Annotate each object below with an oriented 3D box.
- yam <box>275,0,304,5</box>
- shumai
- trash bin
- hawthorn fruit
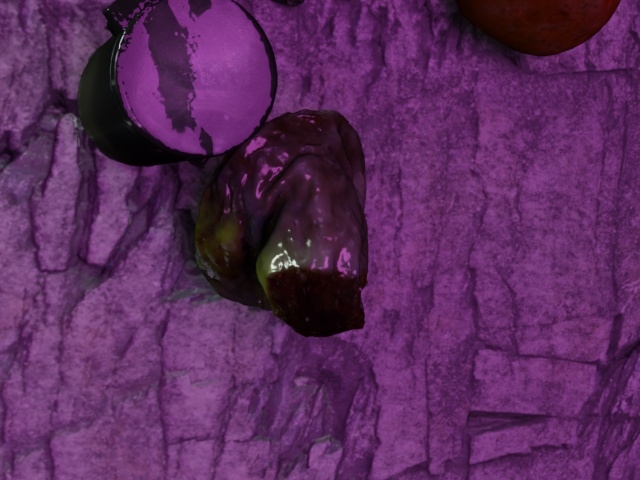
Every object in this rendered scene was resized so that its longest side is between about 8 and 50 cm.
[{"bbox_3d":[-0.018,-0.483,1.455,0.201,0.271,0.202,33,73,-21],"label":"yam"},{"bbox_3d":[0.000,0.000,1.441,0.304,0.263,0.309,-31,139,-17],"label":"shumai"},{"bbox_3d":[-0.203,-0.203,1.363,0.252,0.301,0.203,44,76,-17],"label":"trash bin"},{"bbox_3d":[0.364,-0.434,1.619,0.277,0.298,0.277,3,84,-29],"label":"hawthorn fruit"}]
